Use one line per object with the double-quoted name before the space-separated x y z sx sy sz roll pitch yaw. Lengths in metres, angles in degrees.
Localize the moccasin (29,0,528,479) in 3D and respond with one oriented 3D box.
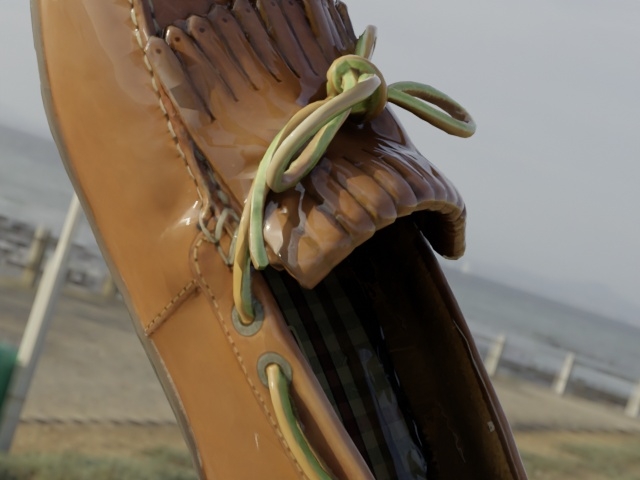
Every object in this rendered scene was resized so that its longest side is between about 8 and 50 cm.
"moccasin" -0.002 0.000 0.590 0.147 0.380 0.139 -23 -12 39
